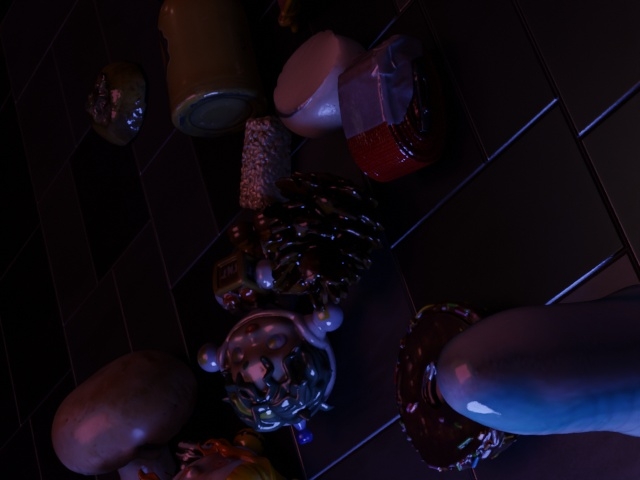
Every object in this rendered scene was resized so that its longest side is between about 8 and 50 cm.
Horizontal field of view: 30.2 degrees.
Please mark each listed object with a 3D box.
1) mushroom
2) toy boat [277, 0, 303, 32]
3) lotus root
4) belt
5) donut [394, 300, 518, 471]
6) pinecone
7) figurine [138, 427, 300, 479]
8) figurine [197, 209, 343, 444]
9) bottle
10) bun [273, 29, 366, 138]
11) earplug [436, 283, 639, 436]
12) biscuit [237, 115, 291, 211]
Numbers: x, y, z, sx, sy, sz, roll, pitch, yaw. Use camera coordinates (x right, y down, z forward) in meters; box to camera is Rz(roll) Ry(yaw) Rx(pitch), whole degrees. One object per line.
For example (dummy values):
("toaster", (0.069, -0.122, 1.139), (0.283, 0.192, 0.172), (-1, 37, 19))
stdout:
("mushroom", (-0.336, 0.366, 2.228), (0.293, 0.292, 0.290), (-15, 108, 52))
("toy boat", (-0.004, -0.474, 1.926), (0.318, 0.099, 0.141), (-51, 9, 38))
("lotus root", (-0.448, -0.296, 2.520), (0.204, 0.078, 0.183), (11, 96, 55))
("belt", (0.112, -0.195, 1.720), (0.124, 0.128, 0.200), (-20, 76, 50))
("donut", (0.195, 0.196, 1.618), (0.235, 0.089, 0.235), (-3, 86, 52))
("pinecone", (-0.003, -0.004, 1.803), (0.184, 0.179, 0.204), (26, 80, 21))
("figurine", (-0.170, 0.453, 1.978), (0.323, 0.320, 0.196), (1, 126, 44))
("figurine", (-0.079, 0.134, 1.918), (0.261, 0.186, 0.381), (-31, 58, 36))
("bottle", (-0.210, -0.372, 2.135), (0.171, 0.172, 0.351), (-39, 56, 45))
("bun", (0.017, -0.233, 1.857), (0.173, 0.120, 0.172), (-37, 35, 31))
("earplug", (0.264, 0.139, 1.335), (0.185, 0.324, 0.184), (-5, 84, 54))
("biscuit", (-0.092, -0.130, 2.026), (0.070, 0.082, 0.168), (8, 94, 51))
